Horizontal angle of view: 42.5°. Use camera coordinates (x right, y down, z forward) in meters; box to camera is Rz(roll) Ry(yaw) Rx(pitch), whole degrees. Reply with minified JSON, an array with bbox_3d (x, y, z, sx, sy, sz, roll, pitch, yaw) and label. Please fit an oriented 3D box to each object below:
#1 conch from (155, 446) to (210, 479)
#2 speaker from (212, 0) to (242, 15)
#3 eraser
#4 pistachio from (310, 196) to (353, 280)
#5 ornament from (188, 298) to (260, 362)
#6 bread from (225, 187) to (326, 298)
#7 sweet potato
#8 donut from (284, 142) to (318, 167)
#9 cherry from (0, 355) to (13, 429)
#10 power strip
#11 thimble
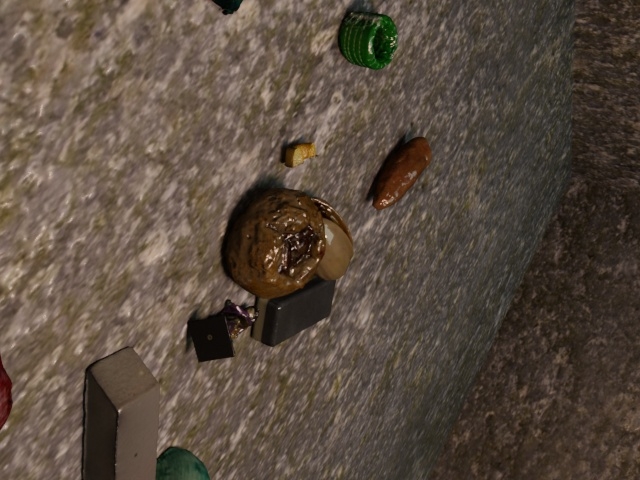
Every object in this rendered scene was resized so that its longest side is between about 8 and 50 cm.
[{"bbox_3d":[-0.267,0.531,1.592,0.196,0.134,0.202,-45,142,-40],"label":"conch"},{"bbox_3d":[-0.137,-0.403,1.327,0.075,0.060,0.094,-63,153,-14],"label":"speaker"},{"bbox_3d":[-0.343,0.363,1.410,0.111,0.077,0.352,-29,131,-57],"label":"eraser"},{"bbox_3d":[0.000,0.000,1.795,0.129,0.131,0.206,-106,171,-48],"label":"pistachio"},{"bbox_3d":[-0.177,0.158,1.612,0.203,0.088,0.081,-40,117,-65],"label":"ornament"},{"bbox_3d":[-0.079,0.013,1.612,0.230,0.123,0.230,-31,136,-36],"label":"bread"},{"bbox_3d":[0.206,-0.165,2.094,0.251,0.097,0.097,-56,149,-31],"label":"sweet potato"},{"bbox_3d":[-0.038,-0.176,1.663,0.083,0.067,0.037,-16,107,-20],"label":"donut"},{"bbox_3d":[-0.476,0.203,0.952,0.249,0.175,0.192,-48,164,-26],"label":"cherry"},{"bbox_3d":[-0.054,0.146,1.831,0.257,0.070,0.105,-20,126,-55],"label":"power strip"},{"bbox_3d":[0.101,-0.424,1.737,0.118,0.090,0.130,-60,151,-18],"label":"thimble"}]
